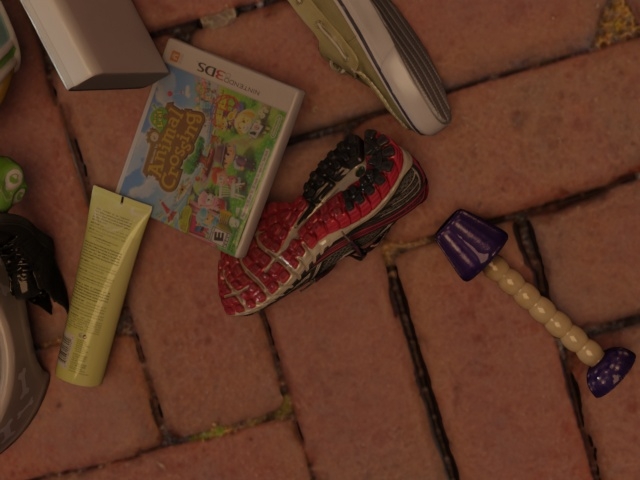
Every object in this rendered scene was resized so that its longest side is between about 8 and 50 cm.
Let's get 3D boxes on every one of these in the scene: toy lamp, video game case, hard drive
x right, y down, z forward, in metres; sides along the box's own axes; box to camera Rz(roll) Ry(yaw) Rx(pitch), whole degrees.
[{"bbox_3d":[0.252,0.069,1.588,0.275,0.080,0.080,41,99,-3],"label":"toy lamp"},{"bbox_3d":[-0.136,-0.112,1.593,0.193,0.023,0.212,25,100,24],"label":"video game case"},{"bbox_3d":[-0.304,-0.333,1.496,0.047,0.233,0.353,-28,90,15],"label":"hard drive"}]

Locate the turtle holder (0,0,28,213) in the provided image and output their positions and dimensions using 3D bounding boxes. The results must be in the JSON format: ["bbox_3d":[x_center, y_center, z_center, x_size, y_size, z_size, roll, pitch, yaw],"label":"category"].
[{"bbox_3d":[-0.460,-0.190,1.537,0.227,0.243,0.320,-27,71,-28],"label":"turtle holder"}]

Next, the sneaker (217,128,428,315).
[{"bbox_3d":[0.000,0.000,1.590,0.299,0.112,0.120,-36,51,19],"label":"sneaker"}]

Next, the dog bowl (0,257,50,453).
[{"bbox_3d":[-0.514,0.138,1.658,0.349,0.102,0.348,1,98,6],"label":"dog bowl"}]

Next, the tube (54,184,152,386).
[{"bbox_3d":[-0.269,0.059,1.644,0.070,0.062,0.240,12,99,-14],"label":"tube"}]

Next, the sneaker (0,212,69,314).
[{"bbox_3d":[-0.356,0.030,1.610,0.051,0.170,0.089,-9,71,15],"label":"sneaker"}]

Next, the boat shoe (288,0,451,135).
[{"bbox_3d":[0.043,-0.242,1.565,0.094,0.109,0.302,-35,84,24],"label":"boat shoe"}]
